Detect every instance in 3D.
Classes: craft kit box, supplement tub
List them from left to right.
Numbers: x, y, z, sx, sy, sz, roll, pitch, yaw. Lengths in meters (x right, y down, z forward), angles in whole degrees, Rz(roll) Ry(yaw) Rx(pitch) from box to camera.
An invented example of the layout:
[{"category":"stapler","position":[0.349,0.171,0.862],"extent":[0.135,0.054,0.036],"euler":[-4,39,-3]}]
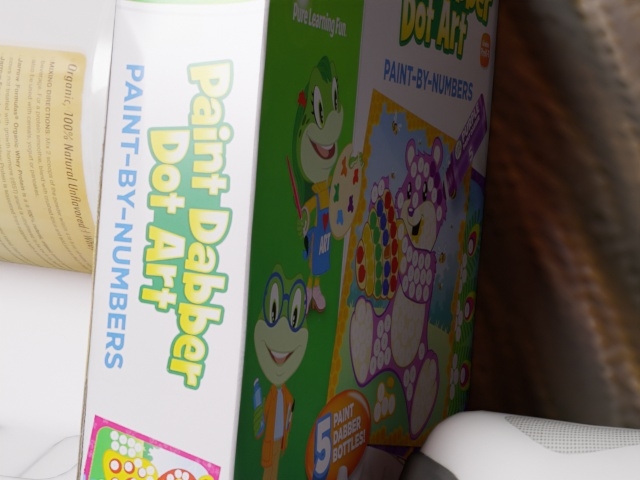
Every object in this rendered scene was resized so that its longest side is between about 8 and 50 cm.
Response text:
[{"category":"supplement tub","position":[-0.099,-0.059,0.695],"extent":[0.200,0.144,0.144],"euler":[8,93,20]},{"category":"craft kit box","position":[0.000,0.000,0.604],"extent":[0.061,0.250,0.246],"euler":[2,92,20]}]

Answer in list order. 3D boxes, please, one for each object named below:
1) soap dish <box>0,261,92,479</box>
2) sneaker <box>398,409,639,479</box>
[{"category":"soap dish","position":[-0.162,0.087,0.684],"extent":[0.291,0.229,0.118],"euler":[5,111,21]},{"category":"sneaker","position":[0.258,0.053,0.577],"extent":[0.447,0.169,0.257],"euler":[11,85,12]}]
